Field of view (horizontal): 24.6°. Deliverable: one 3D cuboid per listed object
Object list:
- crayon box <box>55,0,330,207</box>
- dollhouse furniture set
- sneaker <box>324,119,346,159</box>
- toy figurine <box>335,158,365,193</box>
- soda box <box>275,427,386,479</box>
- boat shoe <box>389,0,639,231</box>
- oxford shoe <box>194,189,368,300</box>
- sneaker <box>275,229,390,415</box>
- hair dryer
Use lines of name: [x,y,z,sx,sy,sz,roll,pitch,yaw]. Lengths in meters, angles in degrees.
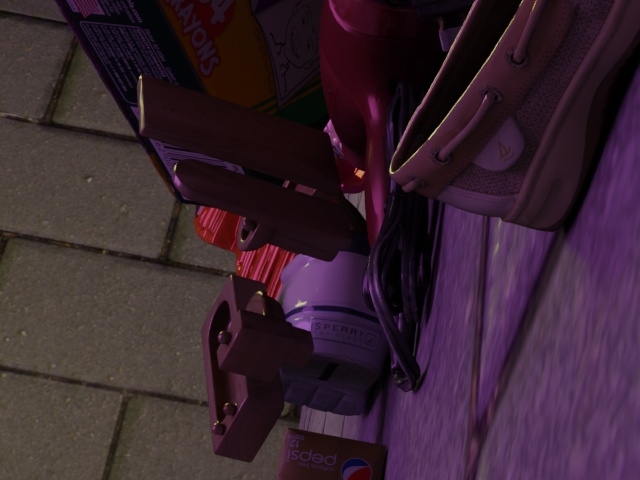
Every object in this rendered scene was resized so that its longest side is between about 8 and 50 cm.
crayon box: [-0.067,-0.255,1.092,0.313,0.106,0.363,-60,-37,-29]
dollhouse furniture set: [-0.072,0.017,0.863,0.151,0.123,0.144,-60,24,31]
sneaker: [0.015,-0.088,1.273,0.134,0.051,0.070,-24,52,33]
toy figurine: [0.024,-0.117,1.444,0.173,0.130,0.159,-57,-18,-21]
soda box: [-0.005,0.179,0.868,0.181,0.058,0.061,101,179,-57]
boat shoe: [0.052,-0.064,0.353,0.153,0.048,0.056,101,179,-49]
oxford shoe: [0.000,0.000,1.230,0.130,0.133,0.363,-64,22,11]
sneaker: [0.004,0.060,0.989,0.258,0.094,0.091,134,151,-71]
hair dryer: [0.029,-0.058,0.802,0.293,0.080,0.223,-83,3,-79]
